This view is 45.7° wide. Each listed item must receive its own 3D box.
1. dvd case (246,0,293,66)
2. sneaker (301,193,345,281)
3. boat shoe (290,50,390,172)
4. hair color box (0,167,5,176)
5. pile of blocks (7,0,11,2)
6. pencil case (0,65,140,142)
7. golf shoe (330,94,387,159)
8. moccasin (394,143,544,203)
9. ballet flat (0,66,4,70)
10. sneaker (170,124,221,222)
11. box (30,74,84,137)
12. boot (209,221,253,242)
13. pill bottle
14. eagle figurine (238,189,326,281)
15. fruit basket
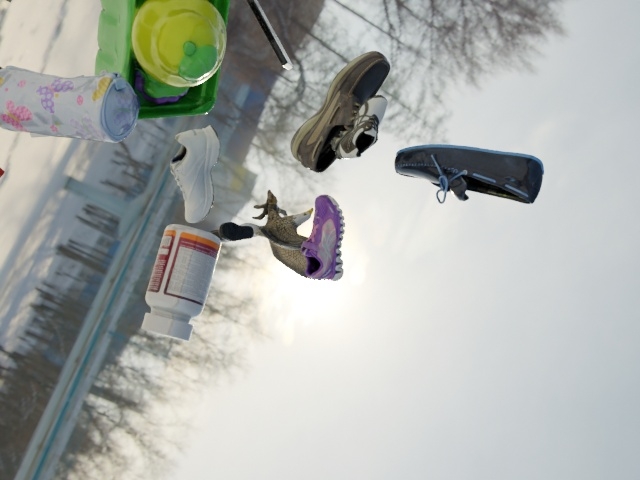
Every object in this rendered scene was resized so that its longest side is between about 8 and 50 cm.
[{"bbox_3d":[-0.151,-0.596,2.114,0.022,0.253,0.180,-28,-173,6],"label":"dvd case"},{"bbox_3d":[0.000,0.000,1.971,0.095,0.104,0.237,18,-66,55],"label":"sneaker"},{"bbox_3d":[0.072,-0.319,1.958,0.355,0.132,0.130,-52,-127,20],"label":"boat shoe"},{"bbox_3d":[-0.659,-0.143,1.385,0.167,0.093,0.053,11,-121,44],"label":"hair color box"},{"bbox_3d":[-0.594,-0.554,1.310,0.112,0.148,0.363,13,74,-71],"label":"pile of blocks"},{"bbox_3d":[-0.469,-0.248,1.375,0.113,0.273,0.124,-57,148,-51],"label":"pencil case"},{"bbox_3d":[0.116,-0.266,1.819,0.093,0.077,0.198,20,-112,46],"label":"golf shoe"},{"bbox_3d":[0.330,-0.147,1.733,0.137,0.341,0.117,34,64,-66],"label":"moccasin"},{"bbox_3d":[-0.643,-0.326,1.626,0.049,0.173,0.057,-51,180,-16],"label":"ballet flat"},{"bbox_3d":[-0.365,-0.185,2.139,0.111,0.129,0.297,46,-46,49],"label":"sneaker"},{"bbox_3d":[-0.725,-0.371,2.094,0.091,0.130,0.170,3,-155,39],"label":"box"},{"bbox_3d":[-0.229,-0.015,1.804,0.099,0.121,0.045,-7,-95,33],"label":"boot"},{"bbox_3d":[-0.288,0.087,1.557,0.121,0.121,0.221,-14,-120,67],"label":"pill bottle"},{"bbox_3d":[-0.095,-0.013,2.345,0.225,0.226,0.298,-53,-125,37],"label":"eagle figurine"},{"bbox_3d":[-0.271,-0.406,1.469,0.282,0.392,0.392,-16,155,-48],"label":"fruit basket"}]
